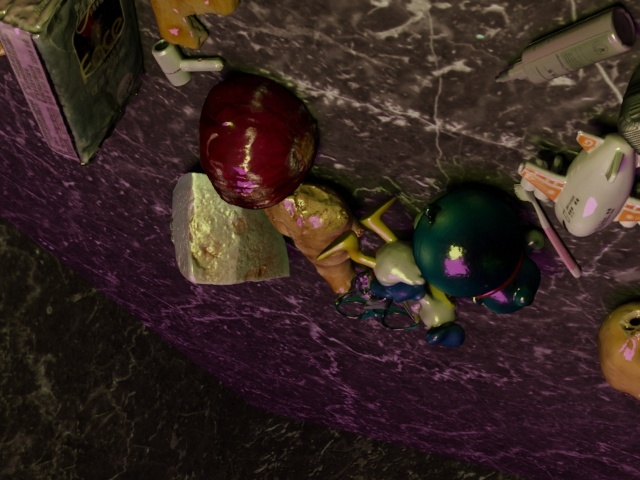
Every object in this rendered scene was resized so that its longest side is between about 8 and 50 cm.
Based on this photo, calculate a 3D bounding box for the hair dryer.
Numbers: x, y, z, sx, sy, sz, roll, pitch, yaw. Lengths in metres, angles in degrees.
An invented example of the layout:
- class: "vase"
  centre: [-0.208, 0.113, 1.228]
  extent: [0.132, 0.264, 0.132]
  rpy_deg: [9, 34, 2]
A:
- class: "hair dryer"
  centre: [-0.238, -0.331, 1.290]
  extent: [0.137, 0.047, 0.082]
  rpy_deg: [6, 148, 24]

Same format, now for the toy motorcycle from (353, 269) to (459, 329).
- class: "toy motorcycle"
  centre: [0.214, 0.129, 1.638]
  extent: [0.270, 0.106, 0.159]
  rpy_deg: [-7, 121, 31]

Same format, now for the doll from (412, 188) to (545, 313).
- class: "doll"
  centre: [0.296, 0.023, 1.293]
  extent: [0.322, 0.198, 0.186]
  rpy_deg: [32, -169, -29]

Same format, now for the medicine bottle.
- class: "medicine bottle"
  centre: [0.314, -0.247, 0.931]
  extent: [0.057, 0.058, 0.199]
  rpy_deg: [39, 151, -26]

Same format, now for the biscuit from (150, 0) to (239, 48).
- class: "biscuit"
  centre: [-0.213, -0.386, 1.170]
  extent: [0.174, 0.039, 0.183]
  rpy_deg: [18, 154, 10]

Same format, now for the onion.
- class: "onion"
  centre: [-0.131, -0.180, 1.300]
  extent: [0.216, 0.207, 0.206]
  rpy_deg: [11, 154, 17]

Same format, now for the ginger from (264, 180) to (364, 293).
- class: "ginger"
  centre: [-0.025, -0.003, 1.571]
  extent: [0.236, 0.166, 0.375]
  rpy_deg: [9, 141, 3]

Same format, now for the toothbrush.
- class: "toothbrush"
  centre: [0.429, -0.015, 1.305]
  extent: [0.025, 0.020, 0.286]
  rpy_deg: [1, 145, 46]

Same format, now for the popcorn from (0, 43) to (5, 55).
- class: "popcorn"
  centre: [-0.633, -0.442, 1.230]
  extent: [0.249, 0.225, 0.249]
  rpy_deg: [23, 151, 14]

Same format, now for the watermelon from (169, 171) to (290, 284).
- class: "watermelon"
  centre: [-0.246, 0.003, 1.672]
  extent: [0.228, 0.258, 0.387]
  rpy_deg: [1, 142, 37]

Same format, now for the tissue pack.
- class: "tissue pack"
  centre: [-0.419, -0.333, 1.202]
  extent: [0.122, 0.259, 0.361]
  rpy_deg: [21, 153, 2]

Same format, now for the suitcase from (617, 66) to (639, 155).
- class: "suitcase"
  centre: [0.529, -0.160, 0.818]
  extent: [0.202, 0.128, 0.312]
  rpy_deg: [37, 153, -21]

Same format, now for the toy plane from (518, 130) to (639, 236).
- class: "toy plane"
  centre: [0.426, -0.080, 1.077]
  extent: [0.244, 0.117, 0.245]
  rpy_deg: [19, 153, 10]

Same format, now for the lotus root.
- class: "lotus root"
  centre: [0.659, 0.239, 1.433]
  extent: [0.169, 0.151, 0.343]
  rpy_deg: [28, 163, 33]

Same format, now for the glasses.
- class: "glasses"
  centre: [0.133, 0.150, 1.784]
  extent: [0.239, 0.102, 0.207]
  rpy_deg: [12, 151, 27]

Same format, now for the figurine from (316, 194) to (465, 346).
- class: "figurine"
  centre: [0.170, 0.097, 1.457]
  extent: [0.338, 0.204, 0.283]
  rpy_deg: [50, 178, -1]
